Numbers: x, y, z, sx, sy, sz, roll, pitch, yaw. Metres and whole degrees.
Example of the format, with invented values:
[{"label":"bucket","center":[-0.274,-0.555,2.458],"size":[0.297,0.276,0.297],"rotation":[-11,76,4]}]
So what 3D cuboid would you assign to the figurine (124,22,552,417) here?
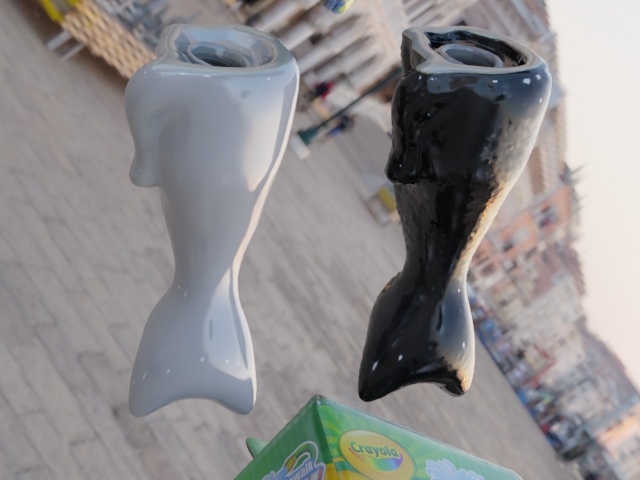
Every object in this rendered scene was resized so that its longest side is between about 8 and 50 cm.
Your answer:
[{"label":"figurine","center":[0.000,0.000,0.627],"size":[0.092,0.214,0.210],"rotation":[-125,-143,-59]}]

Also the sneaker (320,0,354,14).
[{"label":"sneaker","center":[0.002,-0.200,0.698],"size":[0.078,0.067,0.188],"rotation":[32,-19,6]}]

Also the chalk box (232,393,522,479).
[{"label":"chalk box","center":[0.028,0.222,0.692],"size":[0.180,0.179,0.289],"rotation":[24,30,-34]}]
